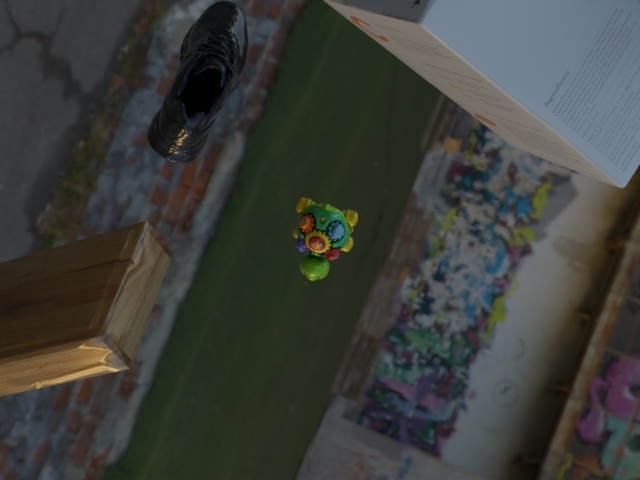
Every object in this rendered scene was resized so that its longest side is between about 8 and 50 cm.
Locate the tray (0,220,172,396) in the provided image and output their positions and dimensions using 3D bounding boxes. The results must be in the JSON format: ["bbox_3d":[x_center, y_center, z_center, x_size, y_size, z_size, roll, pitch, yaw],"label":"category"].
[{"bbox_3d":[-0.411,0.109,1.421,0.076,0.410,0.203,54,34,-35],"label":"tray"}]

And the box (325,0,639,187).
[{"bbox_3d":[0.207,-0.230,1.137,0.168,0.345,0.215,-58,-146,2],"label":"box"}]

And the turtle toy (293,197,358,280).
[{"bbox_3d":[0.000,0.000,1.553,0.066,0.095,0.130,-67,169,-51],"label":"turtle toy"}]

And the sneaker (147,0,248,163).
[{"bbox_3d":[-0.161,-0.251,1.540,0.130,0.109,0.286,134,-26,-57],"label":"sneaker"}]
